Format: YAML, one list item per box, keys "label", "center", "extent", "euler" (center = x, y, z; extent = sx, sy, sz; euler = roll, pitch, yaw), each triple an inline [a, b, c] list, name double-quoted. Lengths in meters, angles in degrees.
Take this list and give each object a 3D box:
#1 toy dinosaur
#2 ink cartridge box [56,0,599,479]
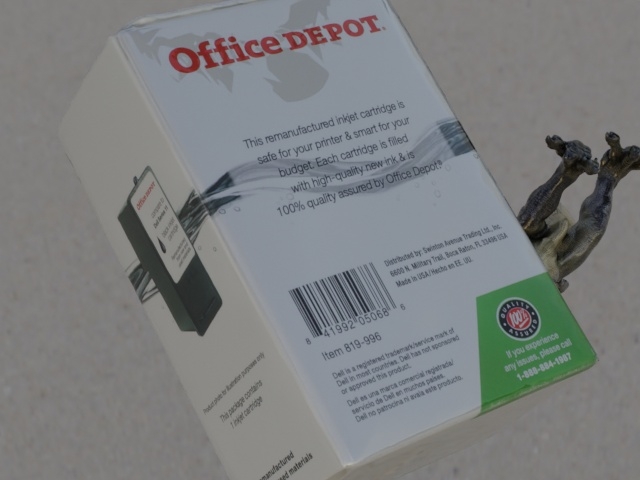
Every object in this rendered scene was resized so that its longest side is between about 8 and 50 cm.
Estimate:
- label: "toy dinosaur"
  center: [0.145, -0.009, 0.967]
  extent: [0.064, 0.118, 0.268]
  euler: [33, 26, 9]
- label: "ink cartridge box"
  center: [0.000, 0.000, 0.700]
  extent: [0.153, 0.087, 0.208]
  euler: [-16, 71, -37]
